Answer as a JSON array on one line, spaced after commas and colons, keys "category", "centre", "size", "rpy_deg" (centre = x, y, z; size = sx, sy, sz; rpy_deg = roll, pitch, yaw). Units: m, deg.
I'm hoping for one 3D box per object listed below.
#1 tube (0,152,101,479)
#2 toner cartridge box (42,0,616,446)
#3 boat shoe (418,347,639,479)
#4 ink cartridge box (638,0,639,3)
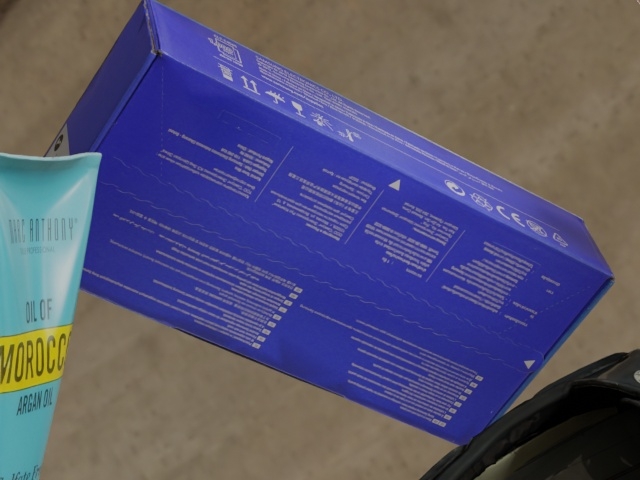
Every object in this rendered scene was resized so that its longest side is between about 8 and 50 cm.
[{"category": "tube", "centre": [-0.106, 0.073, 0.474], "size": [0.080, 0.052, 0.207], "rpy_deg": [-26, 132, -81]}, {"category": "toner cartridge box", "centre": [0.000, 0.000, 1.026], "size": [0.347, 0.075, 0.165], "rpy_deg": [25, 116, -26]}, {"category": "boat shoe", "centre": [0.149, 0.117, 0.779], "size": [0.340, 0.127, 0.113], "rpy_deg": [-22, 161, -1]}, {"category": "ink cartridge box", "centre": [0.240, -0.372, 1.246], "size": [0.066, 0.296, 0.261], "rpy_deg": [-16, -147, 49]}]
